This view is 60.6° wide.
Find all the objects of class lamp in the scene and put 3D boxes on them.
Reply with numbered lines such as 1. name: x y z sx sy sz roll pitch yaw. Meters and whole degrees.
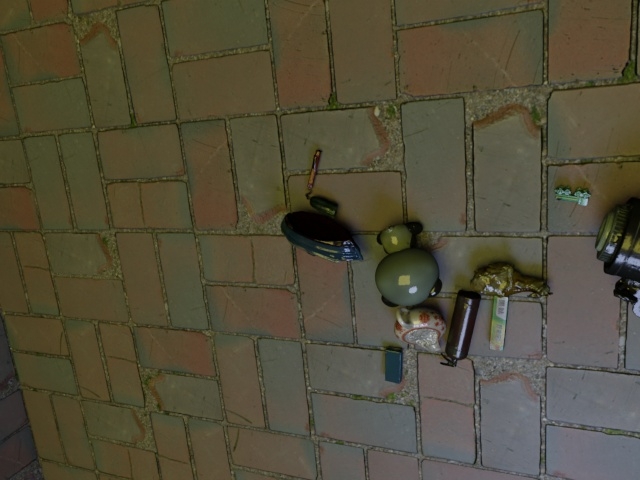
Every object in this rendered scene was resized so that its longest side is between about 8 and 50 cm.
1. lamp: 0.253 0.075 1.653 0.197 0.197 0.244 -19 74 27
2. lamp: 0.832 0.006 1.345 0.272 0.205 0.374 35 127 7

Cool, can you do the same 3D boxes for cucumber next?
1. cucumber: 0.008 -0.113 1.768 0.105 0.048 0.048 26 114 15

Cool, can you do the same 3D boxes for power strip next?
1. power strip: 0.245 0.417 1.828 0.056 0.032 0.123 6 108 23

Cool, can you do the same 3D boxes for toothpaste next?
1. toothpaste: 0.536 0.244 1.645 0.043 0.037 0.179 7 108 23

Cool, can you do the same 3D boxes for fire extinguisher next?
1. fire extinguisher: 0.425 0.281 1.690 0.089 0.072 0.268 28 118 45

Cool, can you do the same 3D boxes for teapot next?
1. teapot: 0.300 0.262 1.689 0.159 0.245 0.116 -19 56 40

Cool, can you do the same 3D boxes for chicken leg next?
1. chicken leg: 0.547 0.116 1.576 0.227 0.088 0.103 3 91 24

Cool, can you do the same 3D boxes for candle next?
1. candle: -0.026 -0.210 1.768 0.021 0.026 0.168 24 113 21

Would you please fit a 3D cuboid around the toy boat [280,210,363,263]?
1. toy boat: 0.000 0.000 1.772 0.309 0.129 0.143 22 147 21

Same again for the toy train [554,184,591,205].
1. toy train: 0.679 -0.122 1.480 0.092 0.029 0.045 12 125 25
